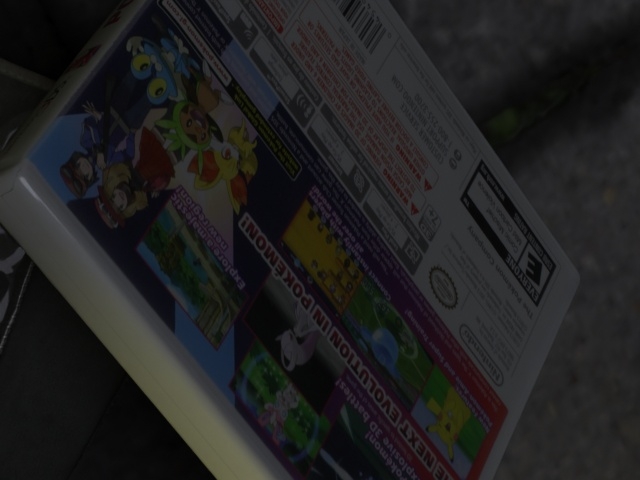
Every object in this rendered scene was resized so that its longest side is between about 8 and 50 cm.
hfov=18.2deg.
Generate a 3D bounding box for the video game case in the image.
[{"bbox_3d":[0.000,0.000,0.639,0.201,0.023,0.183,53,42,-23],"label":"video game case"}]

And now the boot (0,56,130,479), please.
[{"bbox_3d":[-0.137,0.041,0.600,0.189,0.076,0.208,21,95,-41],"label":"boot"}]
